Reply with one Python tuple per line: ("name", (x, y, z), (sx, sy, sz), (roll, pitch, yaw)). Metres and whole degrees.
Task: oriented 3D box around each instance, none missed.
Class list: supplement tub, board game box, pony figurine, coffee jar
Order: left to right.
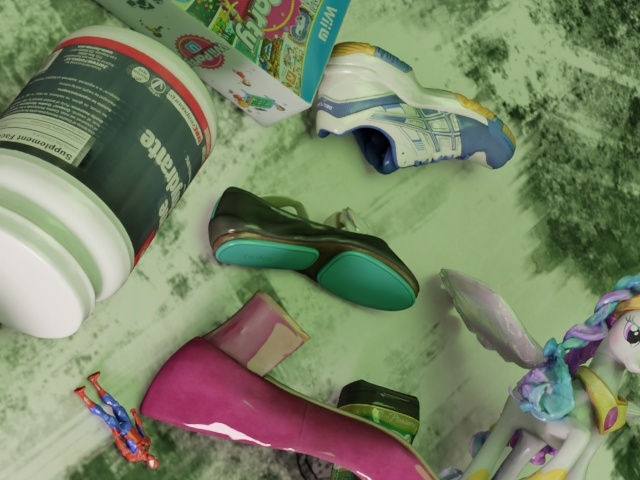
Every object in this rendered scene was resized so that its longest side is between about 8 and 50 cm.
("supplement tub", (-0.237, -0.060, 1.359), (0.191, 0.191, 0.272), (43, 54, -20))
("board game box", (-0.116, -0.309, 1.597), (0.303, 0.097, 0.224), (35, 58, -26))
("coffee jar", (0.057, 0.253, 1.566), (0.096, 0.079, 0.184), (20, 64, -24))
("pony figurine", (0.264, 0.195, 1.618), (0.303, 0.351, 0.363), (37, 75, -20))

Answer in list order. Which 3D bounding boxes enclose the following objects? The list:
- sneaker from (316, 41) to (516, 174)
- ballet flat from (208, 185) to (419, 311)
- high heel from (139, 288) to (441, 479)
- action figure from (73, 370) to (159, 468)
("sneaker", (0.112, -0.133, 1.734), (0.296, 0.112, 0.131), (23, 80, -29))
("ballet flat", (0.000, 0.000, 1.597), (0.280, 0.095, 0.096), (20, 53, -33))
("high heel", (-0.007, 0.242, 1.458), (0.181, 0.127, 0.377), (-42, 82, -10))
("action figure", (-0.202, 0.187, 1.418), (0.115, 0.030, 0.038), (54, 46, -14))
